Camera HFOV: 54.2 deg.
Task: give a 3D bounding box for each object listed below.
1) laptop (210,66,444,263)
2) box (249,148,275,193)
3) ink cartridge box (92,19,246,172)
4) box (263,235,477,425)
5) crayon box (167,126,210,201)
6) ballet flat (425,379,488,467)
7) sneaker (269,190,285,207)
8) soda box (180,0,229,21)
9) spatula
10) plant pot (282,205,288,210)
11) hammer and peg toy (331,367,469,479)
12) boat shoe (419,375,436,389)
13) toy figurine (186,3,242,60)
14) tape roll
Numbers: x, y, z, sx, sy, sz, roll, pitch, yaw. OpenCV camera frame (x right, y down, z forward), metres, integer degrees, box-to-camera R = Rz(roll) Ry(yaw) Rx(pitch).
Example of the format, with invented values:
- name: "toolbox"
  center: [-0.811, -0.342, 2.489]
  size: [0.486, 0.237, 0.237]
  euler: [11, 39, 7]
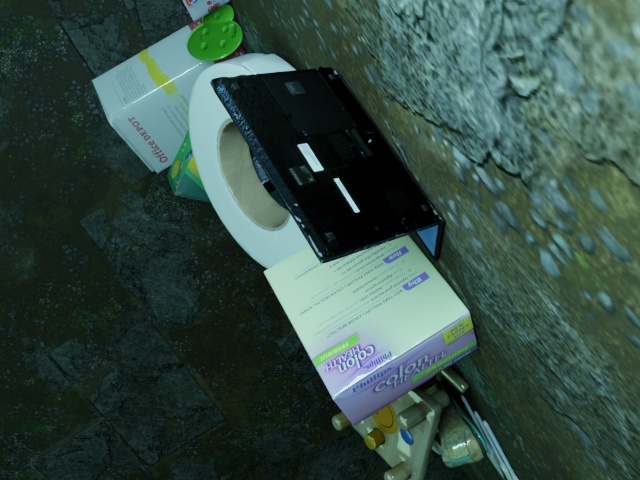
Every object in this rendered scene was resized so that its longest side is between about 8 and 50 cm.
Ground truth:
- name: "laptop"
  center: [0.020, -0.070, 0.724]
  size: [0.234, 0.264, 0.136]
  euler: [57, 141, 19]
- name: "box"
  center: [-0.094, -0.200, 1.260]
  size: [0.158, 0.156, 0.093]
  euler: [59, 179, 9]
- name: "ink cartridge box"
  center: [-0.368, -0.395, 1.692]
  size: [0.160, 0.384, 0.279]
  euler: [58, 177, 27]
- name: "box"
  center: [0.070, 0.101, 0.921]
  size: [0.243, 0.213, 0.117]
  euler: [56, 176, 39]
- name: "crayon box"
  center: [-0.204, -0.216, 1.374]
  size: [0.165, 0.278, 0.081]
  euler: [10, -147, -37]
- name: "ballet flat"
  center: [0.289, 0.431, 1.490]
  size: [0.123, 0.123, 0.348]
  euler: [59, -179, -10]
- name: "sneaker"
  center: [-0.132, -0.207, 1.566]
  size: [0.208, 0.127, 0.319]
  euler: [63, 147, 36]
- name: "soda box"
  center: [-0.289, -0.577, 1.303]
  size: [0.263, 0.092, 0.083]
  euler: [57, 178, 30]
- name: "spatula"
  center: [0.379, 0.459, 1.370]
  size: [0.242, 0.019, 0.168]
  euler: [59, 178, -16]
- name: "plant pot"
  center: [0.000, 0.000, 1.420]
  size: [0.212, 0.187, 0.212]
  euler: [59, 177, -11]
- name: "hammer and peg toy"
  center: [0.152, 0.331, 1.325]
  size: [0.266, 0.127, 0.361]
  euler: [39, 135, 39]
- name: "boat shoe"
  center: [0.164, 0.200, 1.441]
  size: [0.335, 0.112, 0.095]
  euler: [55, 154, 6]
- name: "toy figurine"
  center: [-0.258, -0.522, 1.401]
  size: [0.173, 0.130, 0.159]
  euler: [118, 133, -62]
- name: "tape roll"
  center: [-0.093, -0.124, 1.077]
  size: [0.392, 0.072, 0.392]
  euler: [34, 138, 36]
